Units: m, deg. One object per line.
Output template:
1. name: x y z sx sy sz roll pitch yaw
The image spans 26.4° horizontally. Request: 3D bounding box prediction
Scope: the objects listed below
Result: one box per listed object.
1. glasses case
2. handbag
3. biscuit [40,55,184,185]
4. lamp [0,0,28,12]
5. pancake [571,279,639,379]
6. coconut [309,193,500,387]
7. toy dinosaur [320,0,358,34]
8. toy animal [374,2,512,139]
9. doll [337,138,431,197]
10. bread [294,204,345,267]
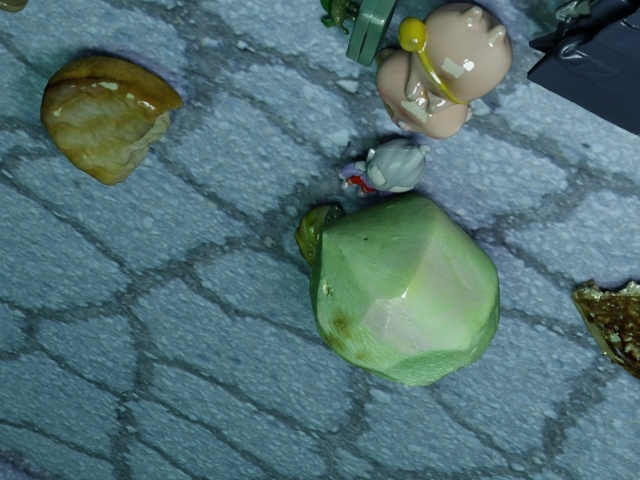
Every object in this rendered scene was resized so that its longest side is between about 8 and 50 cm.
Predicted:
1. glasses case: 0.074 -0.303 1.866 0.039 0.077 0.184 25 168 1
2. handbag: 0.422 -0.260 1.667 0.269 0.118 0.326 21 151 -25
3. biscuit: -0.357 -0.214 2.275 0.213 0.091 0.274 37 143 -16
4. lamp: -0.430 -0.433 2.037 0.121 0.121 0.215 38 130 -13
5. pancake: 0.534 0.124 2.174 0.266 0.057 0.244 31 134 -11
6. coconut: 0.118 0.075 2.170 0.328 0.281 0.328 28 161 10
7. toy dinosaur: 0.023 -0.343 1.951 0.060 0.029 0.119 29 144 24
8. toy animal: 0.169 -0.239 1.888 0.165 0.149 0.248 48 148 -1
9. doll: 0.108 -0.113 2.126 0.102 0.075 0.227 25 157 -24
10. bread: 0.000 0.000 2.325 0.094 0.083 0.157 30 146 18
